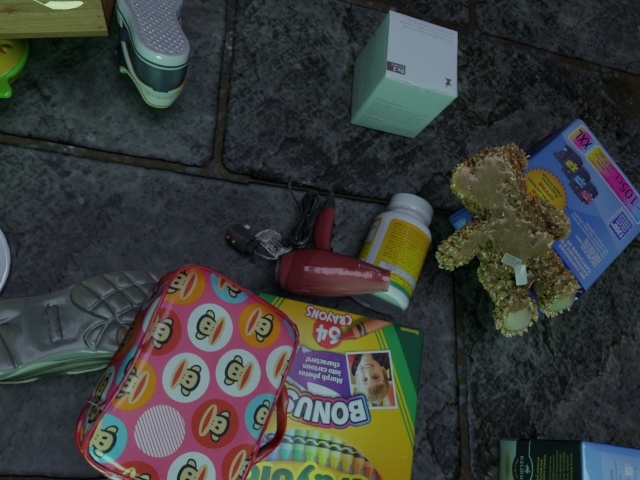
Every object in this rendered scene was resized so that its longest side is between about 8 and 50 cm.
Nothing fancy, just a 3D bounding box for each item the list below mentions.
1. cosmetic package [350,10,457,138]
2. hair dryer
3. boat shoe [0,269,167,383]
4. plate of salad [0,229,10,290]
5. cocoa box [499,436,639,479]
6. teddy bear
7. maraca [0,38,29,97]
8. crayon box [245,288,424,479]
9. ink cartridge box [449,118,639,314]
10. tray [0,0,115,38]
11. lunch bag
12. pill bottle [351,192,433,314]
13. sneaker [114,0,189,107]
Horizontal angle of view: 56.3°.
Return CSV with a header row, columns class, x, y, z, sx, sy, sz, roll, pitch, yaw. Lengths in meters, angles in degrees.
class,x,y,z,sx,sy,sz,roll,pitch,yaw
cosmetic package,0.162,-0.322,1.189,0.151,0.183,0.152,11,70,-17
hair dryer,0.000,0.000,1.030,0.293,0.080,0.223,39,64,23
boat shoe,-0.346,0.130,0.892,0.355,0.130,0.132,-5,70,-23
plate of salad,-0.572,0.031,0.886,0.199,0.048,0.200,6,71,-17
cocoa box,0.453,0.520,0.995,0.231,0.228,0.347,13,69,-15
teddy bear,0.332,0.002,1.063,0.245,0.113,0.338,-41,96,4
maraca,-0.541,-0.289,0.968,0.127,0.099,0.186,-2,64,-1
crayon box,-0.024,0.268,0.973,0.362,0.106,0.313,14,69,-15
ink cartridge box,0.457,-0.031,1.224,0.395,0.151,0.270,-37,88,-24
tray,-0.538,-0.387,0.931,0.410,0.076,0.203,-5,46,-7
lunch bag,-0.155,0.204,0.817,0.258,0.120,0.293,34,66,-20
pill bottle,0.136,0.020,1.106,0.117,0.117,0.208,28,65,-9
sneaker,-0.309,-0.370,1.080,0.126,0.127,0.321,2,47,-22
